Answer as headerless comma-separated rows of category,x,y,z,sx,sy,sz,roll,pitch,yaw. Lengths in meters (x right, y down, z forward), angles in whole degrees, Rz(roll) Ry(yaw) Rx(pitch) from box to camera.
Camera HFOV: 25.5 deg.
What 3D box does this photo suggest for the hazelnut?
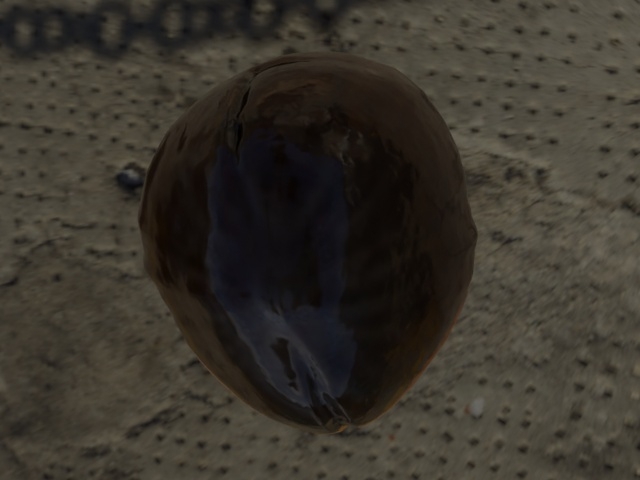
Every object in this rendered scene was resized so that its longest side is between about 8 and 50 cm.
hazelnut,0.000,0.000,0.568,0.150,0.150,0.150,2,96,16
